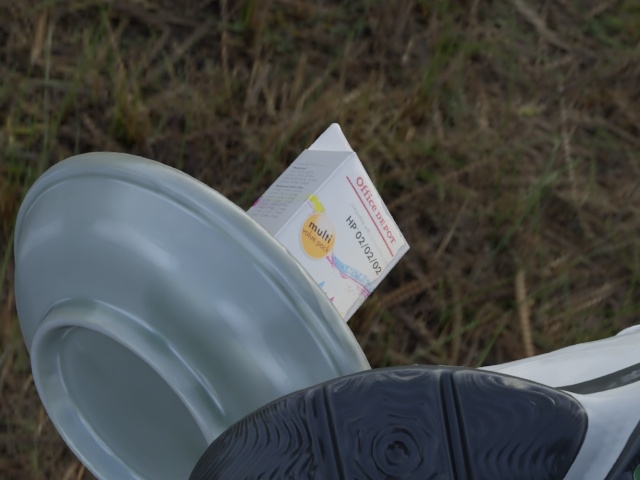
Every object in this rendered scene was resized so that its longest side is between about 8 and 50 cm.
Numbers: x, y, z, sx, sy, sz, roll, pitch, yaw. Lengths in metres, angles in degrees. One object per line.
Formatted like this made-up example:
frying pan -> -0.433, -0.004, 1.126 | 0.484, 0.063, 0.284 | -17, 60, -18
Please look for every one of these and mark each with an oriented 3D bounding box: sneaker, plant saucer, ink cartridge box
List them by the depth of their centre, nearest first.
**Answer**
sneaker -> 0.153, 0.136, 0.977 | 0.447, 0.257, 0.169 | -11, 89, 8
ink cartridge box -> 0.000, 0.000, 1.251 | 0.061, 0.104, 0.181 | 6, 46, 47
plant saucer -> -0.127, 0.123, 1.281 | 0.400, 0.400, 0.100 | 39, 53, 12
